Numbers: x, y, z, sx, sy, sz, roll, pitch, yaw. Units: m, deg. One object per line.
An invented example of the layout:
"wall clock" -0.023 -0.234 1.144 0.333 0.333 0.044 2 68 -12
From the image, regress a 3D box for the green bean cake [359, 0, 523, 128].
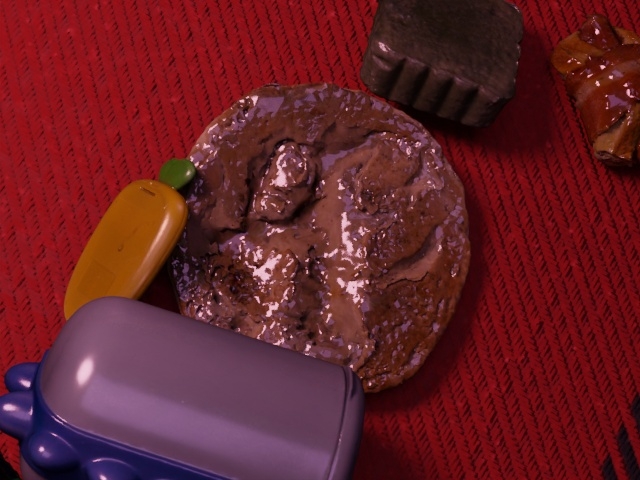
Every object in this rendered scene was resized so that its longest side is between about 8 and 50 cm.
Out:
"green bean cake" 0.151 -0.238 1.444 0.185 0.094 0.183 17 51 -5

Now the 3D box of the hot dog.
"hot dog" 0.381 -0.190 1.472 0.146 0.103 0.213 -23 76 -11

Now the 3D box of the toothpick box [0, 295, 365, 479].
"toothpick box" -0.154 0.198 1.200 0.355 0.263 0.263 20 73 -8

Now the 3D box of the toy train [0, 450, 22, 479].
"toy train" -0.340 0.366 1.203 0.249 0.178 0.429 -34 80 -24

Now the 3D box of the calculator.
"calculator" -0.218 0.004 1.337 0.032 0.146 0.235 34 84 -38

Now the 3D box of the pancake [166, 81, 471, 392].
"pancake" -0.001 -0.001 1.387 0.387 0.082 0.386 1 79 -6
